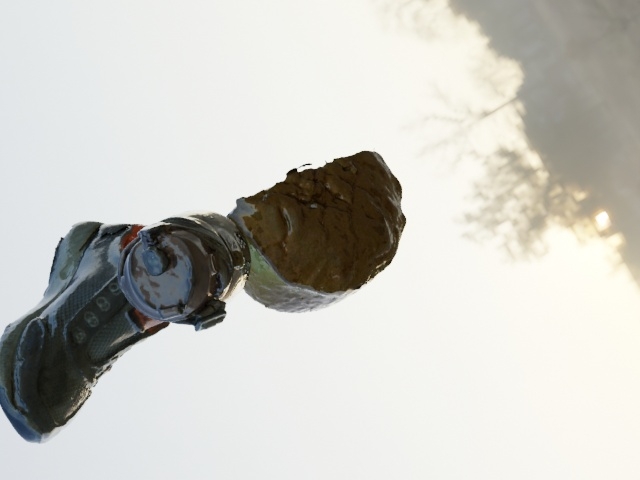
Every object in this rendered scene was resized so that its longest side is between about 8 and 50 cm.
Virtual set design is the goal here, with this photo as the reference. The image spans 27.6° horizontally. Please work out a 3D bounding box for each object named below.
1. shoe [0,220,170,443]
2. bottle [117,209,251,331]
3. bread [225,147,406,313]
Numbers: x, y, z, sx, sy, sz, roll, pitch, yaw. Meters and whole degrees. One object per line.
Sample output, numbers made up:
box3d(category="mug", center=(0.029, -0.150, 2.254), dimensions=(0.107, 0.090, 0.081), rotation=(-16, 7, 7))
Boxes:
box3d(category="shoe", center=(-0.238, 0.093, 1.481), dimensions=(0.336, 0.171, 0.132), rotation=(-74, -34, -50))
box3d(category="bottle", center=(-0.113, 0.026, 1.065), dimensions=(0.099, 0.099, 0.152), rotation=(59, -172, -2))
box3d(category="bread", center=(0.000, 0.000, 1.400), dimensions=(0.229, 0.143, 0.139), rotation=(-23, -100, -39))
